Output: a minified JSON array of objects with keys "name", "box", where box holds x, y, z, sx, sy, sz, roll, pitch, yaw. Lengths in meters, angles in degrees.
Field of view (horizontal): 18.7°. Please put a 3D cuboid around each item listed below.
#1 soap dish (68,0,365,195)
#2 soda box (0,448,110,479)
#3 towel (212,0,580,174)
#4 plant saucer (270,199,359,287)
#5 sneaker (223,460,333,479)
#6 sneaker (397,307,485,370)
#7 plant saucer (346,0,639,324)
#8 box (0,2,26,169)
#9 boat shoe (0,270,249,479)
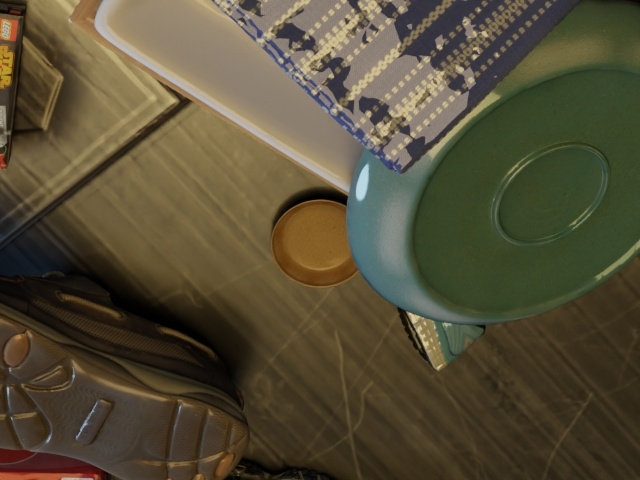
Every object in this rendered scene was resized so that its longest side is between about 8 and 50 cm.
[{"name":"soap dish","box":[-0.008,-0.187,1.481,0.291,0.118,0.229,31,113,-16]},{"name":"soda box","box":[-0.317,0.210,1.694,0.263,0.092,0.083,2,118,-2]},{"name":"towel","box":[0.021,-0.239,1.367,0.243,0.040,0.336,-45,103,6]},{"name":"plant saucer","box":[0.000,0.000,1.634,0.083,0.015,0.083,0,118,0]},{"name":"sneaker","box":[-0.037,0.237,1.743,0.135,0.052,0.058,15,126,0]},{"name":"sneaker","box":[0.093,0.028,1.636,0.073,0.063,0.162,-27,119,-8]},{"name":"plant saucer","box":[0.173,-0.046,1.522,0.317,0.044,0.317,-15,134,-16]},{"name":"box","box":[-0.290,-0.128,1.558,0.094,0.027,0.137,7,117,-6]},{"name":"boat shoe","box":[-0.227,0.099,1.621,0.355,0.130,0.132,26,117,-20]}]
